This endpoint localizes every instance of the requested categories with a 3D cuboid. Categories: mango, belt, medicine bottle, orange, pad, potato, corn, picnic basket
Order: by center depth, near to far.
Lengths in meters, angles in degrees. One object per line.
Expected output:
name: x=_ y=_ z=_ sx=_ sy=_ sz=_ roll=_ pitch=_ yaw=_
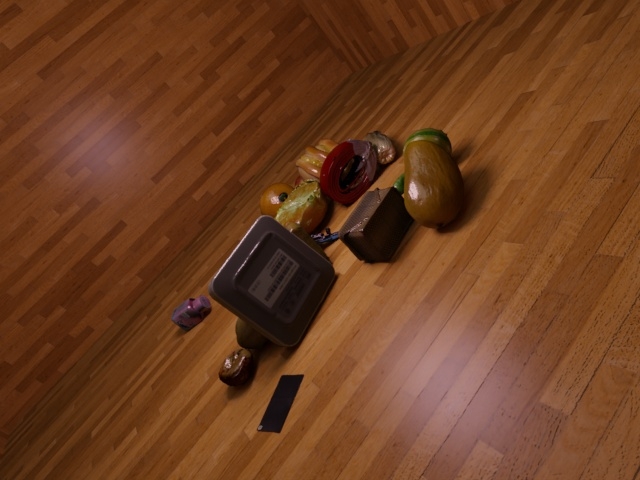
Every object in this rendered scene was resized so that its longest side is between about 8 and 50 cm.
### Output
pad: x=-0.124 y=0.505 z=1.351 sx=0.116 sy=0.004 sz=0.193 roll=-17 pitch=34 yaw=43
mango: x=0.380 y=-0.195 z=1.459 sx=0.195 sy=0.142 sz=0.331 roll=-2 pitch=70 yaw=15
picnic basket: x=0.206 y=-0.059 z=1.569 sx=0.139 sy=0.165 sz=0.266 roll=-5 pitch=43 yaw=54
potato: x=-0.223 y=0.302 z=1.637 sx=0.251 sy=0.159 sz=0.174 roll=-38 pitch=46 yaw=16
belt: x=0.133 y=-0.332 z=2.022 sx=0.323 sy=0.227 sz=0.115 roll=-62 pitch=27 yaw=3
orange: x=-0.081 y=-0.142 z=2.098 sx=0.262 sy=0.196 sz=0.334 roll=-45 pitch=16 yaw=34
corn: x=0.286 y=-0.465 z=2.145 sx=0.122 sy=0.123 sz=0.305 roll=-1 pitch=24 yaw=-10
medicine bottle: x=-0.660 y=0.367 z=2.230 sx=0.188 sy=0.119 sz=0.094 roll=-37 pitch=27 yaw=14
orange: x=-0.222 y=-0.197 z=2.357 sx=0.236 sy=0.236 sz=0.236 roll=-34 pitch=26 yaw=19

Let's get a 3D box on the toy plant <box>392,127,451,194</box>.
toy plant: x=0.389 y=-0.262 z=1.637 sx=0.224 sy=0.184 sz=0.315 roll=-5 pitch=52 yaw=28

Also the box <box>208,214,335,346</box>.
box: x=-0.159 y=0.143 z=1.551 sx=0.367 sy=0.373 sz=0.090 roll=-59 pitch=13 yaw=-29

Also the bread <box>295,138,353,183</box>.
bread: x=0.011 y=-0.402 z=2.230 sx=0.270 sy=0.211 sz=0.316 roll=-20 pitch=28 yaw=-17

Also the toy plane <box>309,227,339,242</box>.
toy plane: x=-0.003 y=-0.007 z=1.890 sx=0.246 sy=0.078 sz=0.169 roll=-27 pitch=-8 yaw=15

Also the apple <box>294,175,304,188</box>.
apple: x=-0.072 y=-0.301 z=2.406 sx=0.146 sy=0.146 sz=0.131 roll=-35 pitch=27 yaw=16

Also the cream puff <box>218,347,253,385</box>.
cream puff: x=-0.299 y=0.466 z=1.577 sx=0.149 sy=0.084 sz=0.149 roll=-30 pitch=27 yaw=17

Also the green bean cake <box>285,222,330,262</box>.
green bean cake: x=-0.114 y=0.072 z=1.756 sx=0.233 sy=0.236 sz=0.124 roll=-42 pitch=22 yaw=-3
